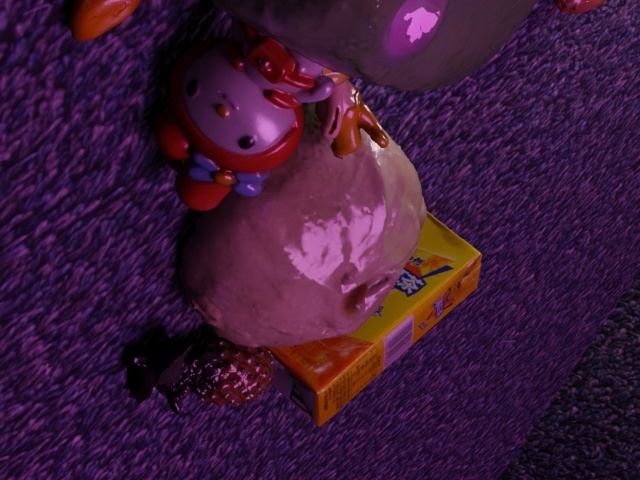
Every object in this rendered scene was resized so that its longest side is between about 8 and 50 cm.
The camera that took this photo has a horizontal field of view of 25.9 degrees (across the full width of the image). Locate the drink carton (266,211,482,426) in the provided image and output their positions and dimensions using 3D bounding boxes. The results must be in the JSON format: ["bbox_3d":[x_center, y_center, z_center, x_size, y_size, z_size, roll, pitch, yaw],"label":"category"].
[{"bbox_3d":[0.070,0.103,2.104,0.351,0.154,0.111,-39,153,-23],"label":"drink carton"}]

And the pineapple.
[{"bbox_3d":[-0.169,0.171,1.867,0.237,0.111,0.119,4,92,-54],"label":"pineapple"}]

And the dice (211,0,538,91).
[{"bbox_3d":[0.047,-0.344,1.258,0.322,0.318,0.330,-3,128,-58],"label":"dice"}]

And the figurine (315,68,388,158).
[{"bbox_3d":[0.007,-0.205,1.582,0.246,0.131,0.156,68,19,-47],"label":"figurine"}]

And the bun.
[{"bbox_3d":[0.001,0.005,1.803,0.364,0.202,0.364,-36,151,-24],"label":"bun"}]

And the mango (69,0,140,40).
[{"bbox_3d":[-0.204,-0.225,1.324,0.089,0.046,0.060,-50,156,9],"label":"mango"}]

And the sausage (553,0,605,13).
[{"bbox_3d":[0.463,-0.436,2.123,0.326,0.079,0.087,-39,164,-21],"label":"sausage"}]

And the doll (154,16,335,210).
[{"bbox_3d":[-0.090,-0.143,1.494,0.290,0.161,0.130,-45,-176,39],"label":"doll"}]
